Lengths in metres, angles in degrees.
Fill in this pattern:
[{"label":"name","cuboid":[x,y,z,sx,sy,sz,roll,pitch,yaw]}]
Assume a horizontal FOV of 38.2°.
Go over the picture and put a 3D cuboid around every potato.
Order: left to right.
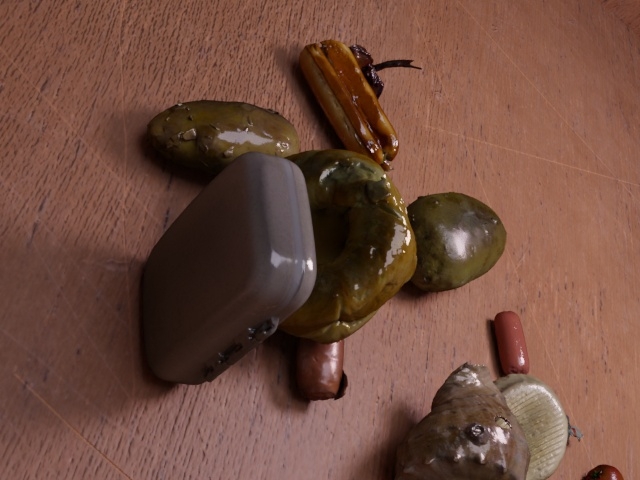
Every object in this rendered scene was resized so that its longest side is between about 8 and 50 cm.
[{"label":"potato","cuboid":[-0.173,-0.190,1.707,0.296,0.141,0.191,0,22,-30]},{"label":"potato","cuboid":[0.281,0.001,1.980,0.307,0.173,0.210,-9,67,-47]}]

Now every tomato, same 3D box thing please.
[{"label":"tomato","cuboid":[0.611,0.525,1.980,0.075,0.087,0.087,49,41,-6]}]

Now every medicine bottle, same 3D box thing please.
[{"label":"medicine bottle","cuboid":[-0.150,0.049,1.395,0.122,0.375,0.282,15,52,-31]}]

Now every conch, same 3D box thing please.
[{"label":"conch","cuboid":[0.278,0.377,1.652,0.263,0.186,0.324,31,72,-22]}]

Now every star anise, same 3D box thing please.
[{"label":"star anise","cuboid":[0.139,-0.414,2.144,0.141,0.144,0.158,60,3,6]}]

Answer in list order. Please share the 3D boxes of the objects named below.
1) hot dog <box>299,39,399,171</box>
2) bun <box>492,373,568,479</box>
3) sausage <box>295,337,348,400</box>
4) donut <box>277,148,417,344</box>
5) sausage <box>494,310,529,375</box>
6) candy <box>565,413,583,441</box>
[{"label":"hot dog","cuboid":[0.062,-0.291,2.044,0.135,0.100,0.337,-20,75,-39]},{"label":"bun","cuboid":[0.380,0.375,1.827,0.222,0.127,0.223,2,79,-10]},{"label":"sausage","cuboid":[-0.001,0.099,1.712,0.094,0.094,0.419,41,37,-43]},{"label":"donut","cuboid":[0.000,0.000,1.621,0.170,0.360,0.361,70,10,-60]},{"label":"sausage","cuboid":[0.420,0.229,2.028,0.062,0.062,0.154,20,50,-32]},{"label":"candy","cuboid":[0.456,0.378,1.959,0.292,0.059,0.086,28,45,-26]}]
